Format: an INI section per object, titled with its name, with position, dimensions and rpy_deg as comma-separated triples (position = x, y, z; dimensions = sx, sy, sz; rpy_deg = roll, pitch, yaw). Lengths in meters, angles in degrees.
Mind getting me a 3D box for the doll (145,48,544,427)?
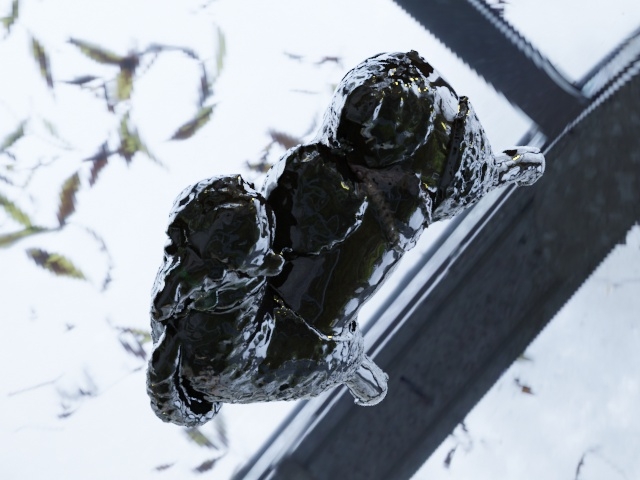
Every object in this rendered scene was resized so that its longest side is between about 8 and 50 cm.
[doll]
position = 0.000, 0.000, 0.447
dimensions = 0.057, 0.165, 0.139
rpy_deg = 36, -89, 20
